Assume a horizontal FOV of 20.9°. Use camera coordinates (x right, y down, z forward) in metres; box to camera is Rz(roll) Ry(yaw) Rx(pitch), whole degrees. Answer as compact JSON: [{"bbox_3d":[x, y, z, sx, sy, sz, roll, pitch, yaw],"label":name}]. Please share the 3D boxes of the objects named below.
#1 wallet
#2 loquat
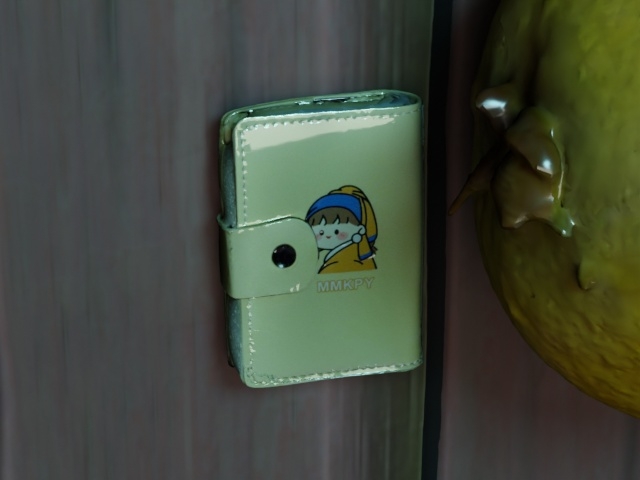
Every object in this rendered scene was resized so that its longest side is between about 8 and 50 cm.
[{"bbox_3d":[0.000,0.000,0.916,0.110,0.039,0.155,-6,114,-12],"label":"wallet"},{"bbox_3d":[0.190,-0.038,0.812,0.275,0.275,0.275,-4,113,-9],"label":"loquat"}]
